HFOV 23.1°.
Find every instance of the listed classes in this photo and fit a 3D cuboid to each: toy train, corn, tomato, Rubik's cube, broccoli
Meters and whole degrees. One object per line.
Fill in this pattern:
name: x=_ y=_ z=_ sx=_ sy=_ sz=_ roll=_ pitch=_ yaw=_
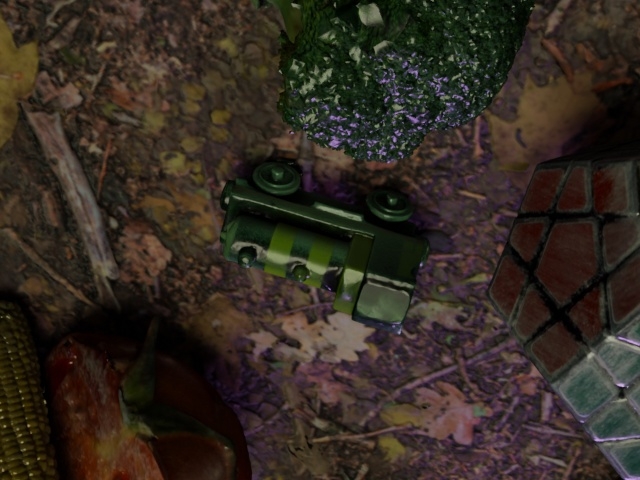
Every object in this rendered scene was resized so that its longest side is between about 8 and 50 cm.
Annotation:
toy train: x=0.000 y=0.001 z=1.430 sx=0.200 sy=0.132 sz=0.083 roll=14 pitch=126 yaw=2
corn: x=-0.308 y=0.202 z=1.585 sx=0.086 sy=0.288 sz=0.086 roll=-12 pitch=159 yaw=-4
tomato: x=-0.173 y=0.233 z=1.611 sx=0.170 sy=0.309 sz=0.309 roll=-4 pitch=137 yaw=-34
Rubik's cube: x=0.299 y=0.046 z=1.299 sx=0.264 sy=0.319 sz=0.319 roll=24 pitch=132 yaw=30
broccoli: x=0.032 y=-0.187 z=1.244 sx=0.269 sy=0.269 sz=0.254 roll=8 pitch=122 yaw=9
